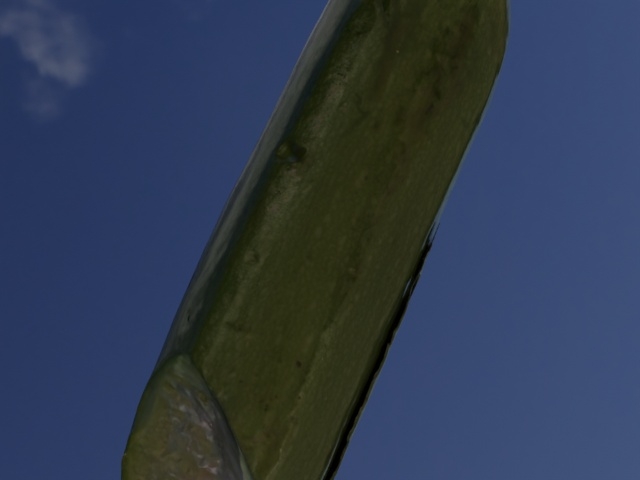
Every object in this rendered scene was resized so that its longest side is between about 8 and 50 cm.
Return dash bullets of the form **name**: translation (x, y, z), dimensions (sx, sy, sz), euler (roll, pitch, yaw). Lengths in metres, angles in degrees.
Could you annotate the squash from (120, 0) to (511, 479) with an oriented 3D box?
- **squash**: translation (0.000, 0.000, 0.486), dimensions (0.069, 0.069, 0.239), euler (35, -106, -44)
